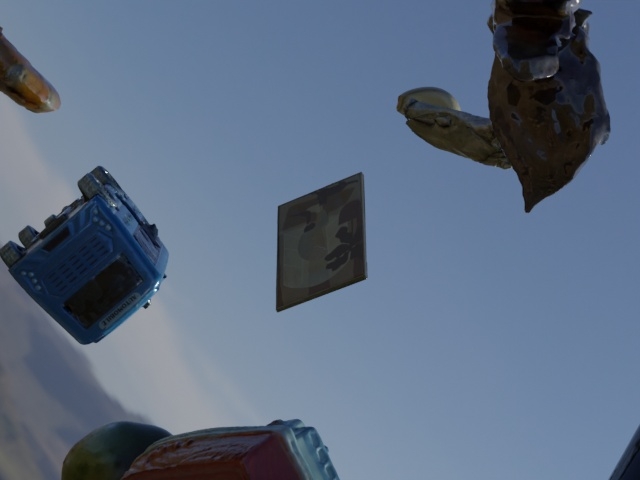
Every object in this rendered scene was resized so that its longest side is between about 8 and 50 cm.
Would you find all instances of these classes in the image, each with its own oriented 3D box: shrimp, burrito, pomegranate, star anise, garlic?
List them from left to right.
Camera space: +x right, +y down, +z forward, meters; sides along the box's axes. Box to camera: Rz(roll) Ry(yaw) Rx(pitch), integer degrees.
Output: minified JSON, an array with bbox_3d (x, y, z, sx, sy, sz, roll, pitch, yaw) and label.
[{"bbox_3d":[-0.407,-0.246,1.855,0.287,0.063,0.152,44,5,20],"label":"shrimp"},{"bbox_3d":[-0.257,0.308,1.997,0.209,0.180,0.180,26,-30,55],"label":"pomegranate"},{"bbox_3d":[0.121,-0.137,1.680,0.083,0.053,0.041,32,2,-17],"label":"garlic"},{"bbox_3d":[0.143,-0.104,1.547,0.149,0.041,0.055,20,-42,46],"label":"burrito"},{"bbox_3d":[0.183,-0.173,1.213,0.257,0.110,0.198,-73,168,-52],"label":"star anise"}]

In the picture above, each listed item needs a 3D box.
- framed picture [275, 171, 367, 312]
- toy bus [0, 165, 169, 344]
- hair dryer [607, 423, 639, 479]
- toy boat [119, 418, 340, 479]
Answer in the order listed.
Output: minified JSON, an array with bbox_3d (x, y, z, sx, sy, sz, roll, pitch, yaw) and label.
[{"bbox_3d":[0.000,0.000,2.127,0.010,0.136,0.201,53,25,-38],"label":"framed picture"},{"bbox_3d":[-0.218,0.016,1.515,0.134,0.113,0.246,49,1,-6],"label":"toy bus"},{"bbox_3d":[0.273,0.226,1.332,0.189,0.352,0.107,-18,-65,50],"label":"hair dryer"},{"bbox_3d":[-0.101,0.251,1.555,0.332,0.133,0.145,-22,-83,49],"label":"toy boat"}]
